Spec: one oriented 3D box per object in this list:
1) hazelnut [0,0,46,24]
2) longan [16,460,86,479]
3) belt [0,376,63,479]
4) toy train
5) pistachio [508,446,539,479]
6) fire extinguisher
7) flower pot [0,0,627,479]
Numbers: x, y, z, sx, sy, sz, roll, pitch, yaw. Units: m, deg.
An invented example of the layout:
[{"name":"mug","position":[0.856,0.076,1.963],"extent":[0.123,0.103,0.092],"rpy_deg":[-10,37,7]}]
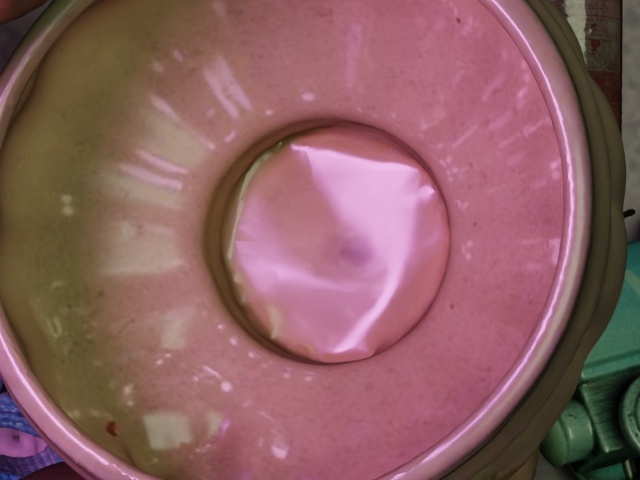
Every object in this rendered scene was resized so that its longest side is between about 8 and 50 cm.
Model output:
[{"name":"hazelnut","position":[-0.233,-0.208,0.891],"extent":[0.315,0.372,0.372],"rpy_deg":[44,68,-52]},{"name":"longan","position":[-0.107,0.231,0.983],"extent":[0.248,0.248,0.248],"rpy_deg":[1,87,-23]},{"name":"belt","position":[-0.203,0.080,1.030],"extent":[0.179,0.065,0.100],"rpy_deg":[8,94,-23]},{"name":"toy train","position":[0.230,0.058,1.207],"extent":[0.248,0.101,0.159],"rpy_deg":[-11,76,-24]},{"name":"pistachio","position":[0.072,0.074,1.129],"extent":[0.126,0.108,0.185],"rpy_deg":[-30,110,-56]},{"name":"fire extinguisher","position":[0.140,-0.091,1.162],"extent":[0.075,0.106,0.252],"rpy_deg":[2,86,0]},{"name":"flower pot","position":[0.000,0.000,0.961],"extent":[0.307,0.244,0.307],"rpy_deg":[-1,85,11]}]
